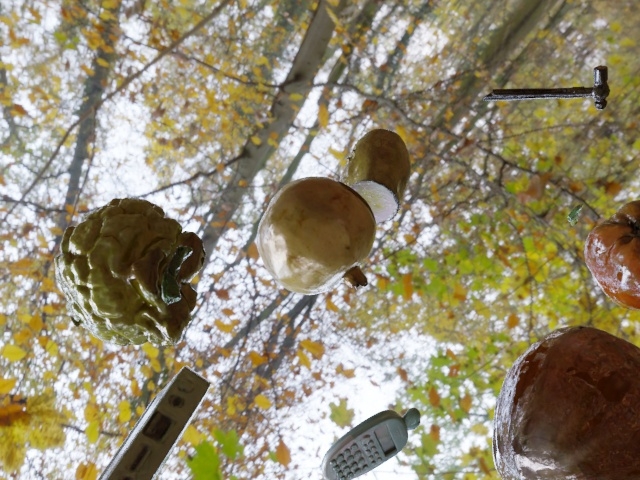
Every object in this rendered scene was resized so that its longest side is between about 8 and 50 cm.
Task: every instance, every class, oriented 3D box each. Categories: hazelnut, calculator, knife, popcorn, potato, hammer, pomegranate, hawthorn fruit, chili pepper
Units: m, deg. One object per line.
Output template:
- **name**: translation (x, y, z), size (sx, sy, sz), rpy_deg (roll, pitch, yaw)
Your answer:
- **hazelnut**: translation (0.477, 0.331, 1.080), size (0.372, 0.372, 0.315), rpy_deg (-20, -112, -42)
- **calculator**: translation (0.133, 0.525, 1.529), size (0.295, 0.184, 0.042), rpy_deg (-29, -141, -9)
- **knife**: translation (0.652, -0.066, 1.505), size (0.015, 0.054, 0.212), rpy_deg (39, -170, 22)
- **popcorn**: translation (-0.301, 0.063, 0.978), size (0.251, 0.206, 0.237), rpy_deg (34, -104, 15)
- **potato**: translation (0.182, -0.225, 1.863), size (0.229, 0.229, 0.266), rpy_deg (25, -117, -13)
- **hammer**: translation (0.337, -0.225, 0.886), size (0.178, 0.065, 0.021), rpy_deg (4, -146, 23)
- **pomegranate**: translation (0.000, 0.000, 1.571), size (0.342, 0.342, 0.342), rpy_deg (18, -134, -19)
- **hawthorn fruit**: translation (0.499, 0.028, 0.900), size (0.189, 0.189, 0.189), rpy_deg (18, -134, -19)
- **chili pepper**: translation (-0.195, 0.043, 0.788), size (0.034, 0.030, 0.091), rpy_deg (31, -128, -32)

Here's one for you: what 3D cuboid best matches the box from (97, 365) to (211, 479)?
- **box**: translation (-0.361, 0.450, 1.139), size (0.090, 0.373, 0.367), rpy_deg (31, -130, -1)
